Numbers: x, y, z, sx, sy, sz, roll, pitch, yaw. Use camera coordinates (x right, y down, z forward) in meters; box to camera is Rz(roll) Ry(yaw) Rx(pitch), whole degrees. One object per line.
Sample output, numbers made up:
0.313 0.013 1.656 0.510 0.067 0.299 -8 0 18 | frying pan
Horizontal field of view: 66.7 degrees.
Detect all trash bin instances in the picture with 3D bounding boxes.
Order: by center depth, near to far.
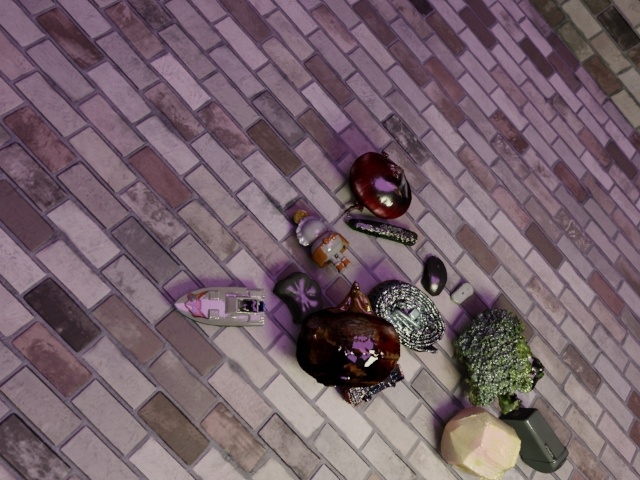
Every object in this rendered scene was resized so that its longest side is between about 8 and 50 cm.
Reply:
0.808 0.753 1.833 0.101 0.177 0.236 -31 86 -25 | trash bin

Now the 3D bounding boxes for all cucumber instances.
0.234 -0.039 1.868 0.294 0.067 0.067 14 71 -18 | cucumber

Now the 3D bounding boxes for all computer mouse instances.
0.455 0.137 1.914 0.099 0.057 0.172 16 67 -16 | computer mouse
0.564 0.214 1.954 0.110 0.032 0.055 -36 91 -16 | computer mouse

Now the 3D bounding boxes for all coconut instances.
0.546 0.710 1.707 0.245 0.233 0.233 30 67 -14 | coconut

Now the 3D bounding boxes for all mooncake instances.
-0.076 0.194 1.659 0.175 0.104 0.168 23 74 -12 | mooncake

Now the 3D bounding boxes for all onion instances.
0.205 -0.186 1.837 0.273 0.285 0.273 37 28 -24 | onion

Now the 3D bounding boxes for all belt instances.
0.309 0.269 1.762 0.295 0.160 0.206 33 85 -10 | belt

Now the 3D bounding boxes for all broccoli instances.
0.650 0.445 1.798 0.278 0.338 0.317 -15 105 3 | broccoli

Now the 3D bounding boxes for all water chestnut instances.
0.097 0.305 1.573 0.336 0.335 0.346 13 76 -19 | water chestnut

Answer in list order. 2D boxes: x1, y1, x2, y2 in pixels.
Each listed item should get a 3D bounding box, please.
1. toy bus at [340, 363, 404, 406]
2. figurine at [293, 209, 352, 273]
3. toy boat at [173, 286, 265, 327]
0.181 0.497 1.685 0.235 0.096 0.073 -18 84 -26 | toy bus
0.004 -0.002 1.720 0.143 0.143 0.271 -35 91 -26 | figurine
-0.320 0.212 1.559 0.296 0.088 0.129 5 74 -22 | toy boat
